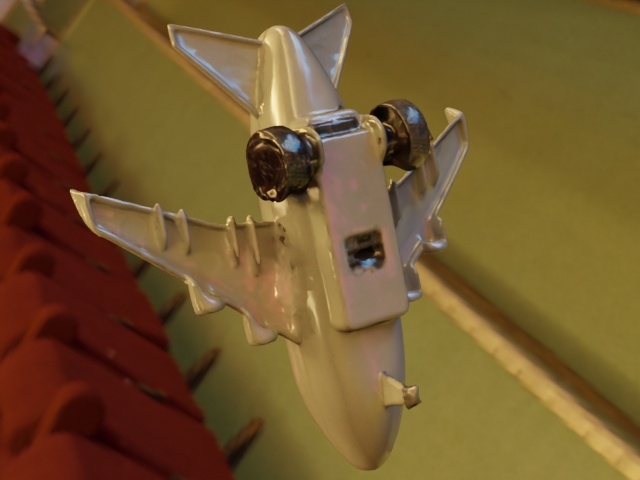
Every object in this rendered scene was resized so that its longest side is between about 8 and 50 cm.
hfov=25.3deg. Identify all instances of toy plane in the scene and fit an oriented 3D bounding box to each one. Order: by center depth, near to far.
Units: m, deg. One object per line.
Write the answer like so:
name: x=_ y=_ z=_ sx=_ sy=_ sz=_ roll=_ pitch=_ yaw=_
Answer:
toy plane: x=0.002 y=-0.001 z=0.760 sx=0.101 sy=0.251 sz=0.255 roll=-17 pitch=87 yaw=57
